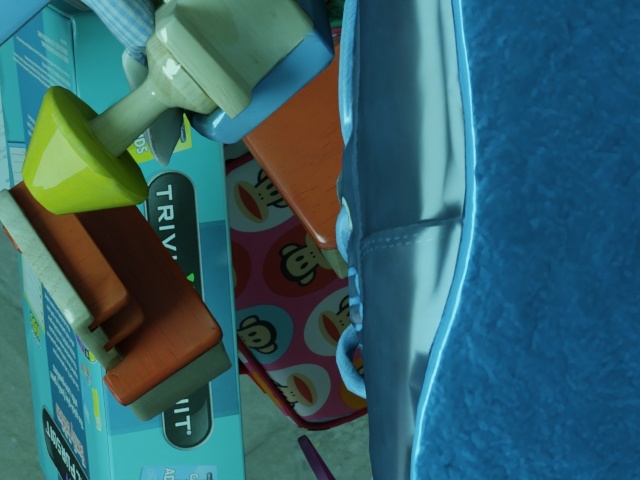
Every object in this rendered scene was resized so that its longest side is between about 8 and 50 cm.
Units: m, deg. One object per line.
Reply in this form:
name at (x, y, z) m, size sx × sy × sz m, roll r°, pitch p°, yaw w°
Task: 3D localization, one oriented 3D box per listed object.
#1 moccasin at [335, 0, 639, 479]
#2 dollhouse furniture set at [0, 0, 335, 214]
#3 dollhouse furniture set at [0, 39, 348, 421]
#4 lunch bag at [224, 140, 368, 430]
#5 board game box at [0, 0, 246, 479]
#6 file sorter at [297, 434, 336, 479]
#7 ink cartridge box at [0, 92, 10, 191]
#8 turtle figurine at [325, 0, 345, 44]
moccasin at (0.071, -0.014, 0.530) m, size 0.117 × 0.137 × 0.342 m, roll -146°, pitch 56°, yaw -70°
dollhouse furniture set at (-0.166, -0.140, 0.612) m, size 0.286 × 0.198 × 0.303 m, roll 47°, pitch -168°, yaw -20°
dollhouse furniture set at (-0.002, -0.035, 0.767) m, size 0.262 × 0.259 × 0.135 m, roll 53°, pitch 171°, yaw 20°
lunch bag at (0.000, 0.000, 1.206) m, size 0.120 × 0.258 × 0.293 m, roll 55°, pitch 176°, yaw 45°
board game box at (-0.119, 0.016, 1.028) m, size 0.254 × 0.079 × 0.336 m, roll -144°, pitch 48°, yaw -66°
file sorter at (0.106, 0.185, 1.078) m, size 0.182 × 0.290 × 0.202 m, roll 60°, pitch 179°, yaw 43°
ink cartridge box at (-0.120, -0.115, 1.405) m, size 0.330 × 0.324 × 0.071 m, roll 59°, pitch 178°, yaw -14°
turtle figurine at (-0.018, -0.155, 1.058) m, size 0.118 × 0.175 × 0.234 m, roll 38°, pitch -162°, yaw -34°
